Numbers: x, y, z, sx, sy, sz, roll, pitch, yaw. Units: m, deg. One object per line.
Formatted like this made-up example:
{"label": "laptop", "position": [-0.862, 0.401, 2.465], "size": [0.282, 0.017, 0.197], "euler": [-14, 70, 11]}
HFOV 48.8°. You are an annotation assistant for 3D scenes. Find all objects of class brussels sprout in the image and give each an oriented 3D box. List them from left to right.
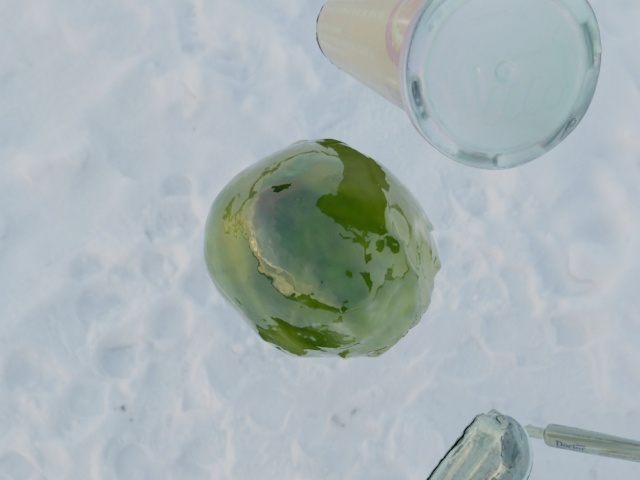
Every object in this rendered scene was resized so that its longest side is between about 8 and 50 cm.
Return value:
{"label": "brussels sprout", "position": [-0.004, -0.001, 0.455], "size": [0.151, 0.122, 0.149], "euler": [-4, 66, 20]}

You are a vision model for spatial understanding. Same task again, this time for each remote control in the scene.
{"label": "remote control", "position": [0.178, 0.327, 0.906], "size": [0.052, 0.247, 0.104], "euler": [22, 17, -33]}

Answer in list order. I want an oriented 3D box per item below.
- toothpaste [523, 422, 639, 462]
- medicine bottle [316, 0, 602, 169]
{"label": "toothpaste", "position": [0.440, 0.318, 1.089], "size": [0.255, 0.067, 0.037], "euler": [3, 55, 35]}
{"label": "medicine bottle", "position": [0.064, -0.157, 0.561], "size": [0.108, 0.108, 0.426], "euler": [-8, 20, -6]}
